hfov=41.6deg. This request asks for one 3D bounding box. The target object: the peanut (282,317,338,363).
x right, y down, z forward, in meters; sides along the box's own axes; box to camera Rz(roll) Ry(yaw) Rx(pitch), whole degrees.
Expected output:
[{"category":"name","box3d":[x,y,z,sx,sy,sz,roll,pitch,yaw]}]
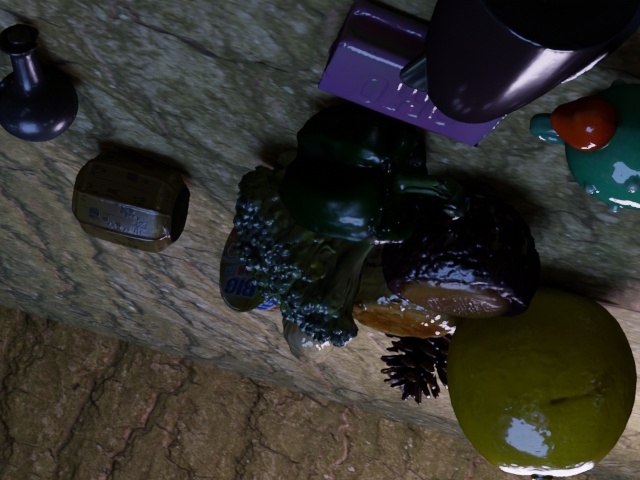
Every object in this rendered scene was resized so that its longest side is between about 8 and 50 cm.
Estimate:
[{"category":"peanut","box3d":[-0.017,0.218,2.018,0.152,0.152,0.313,15,166,7]}]

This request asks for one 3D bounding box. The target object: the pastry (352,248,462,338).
[{"category":"pastry","box3d":[0.158,0.104,1.600,0.235,0.121,0.257,25,157,-33]}]

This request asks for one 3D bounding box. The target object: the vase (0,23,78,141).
[{"category":"vase","box3d":[-0.412,-0.225,1.201,0.120,0.120,0.183,16,145,3]}]

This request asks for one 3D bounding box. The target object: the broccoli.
[{"category":"broccoli","box3d":[0.000,0.000,1.290,0.288,0.245,0.248,61,174,-16]}]

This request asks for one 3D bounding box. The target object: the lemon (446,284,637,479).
[{"category":"lemon","box3d":[0.382,0.246,1.477,0.347,0.348,0.348,15,161,5]}]

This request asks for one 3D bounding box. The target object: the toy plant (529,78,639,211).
[{"category":"toy plant","box3d":[0.402,-0.068,0.823,0.400,0.279,0.185,10,119,1]}]

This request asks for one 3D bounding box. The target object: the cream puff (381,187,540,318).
[{"category":"cream puff","box3d":[0.208,0.019,1.244,0.239,0.165,0.239,11,161,4]}]

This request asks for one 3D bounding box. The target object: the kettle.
[{"category":"kettle","box3d":[0.189,-0.197,0.768,0.202,0.144,0.232,-12,171,-11]}]

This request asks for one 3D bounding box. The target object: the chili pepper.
[{"category":"chili pepper","box3d":[0.078,-0.071,1.098,0.261,0.174,0.165,15,165,24]}]

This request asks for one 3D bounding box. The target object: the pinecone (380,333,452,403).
[{"category":"pinecone","box3d":[0.222,0.264,1.871,0.207,0.208,0.208,15,161,5]}]

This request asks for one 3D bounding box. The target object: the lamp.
[{"category":"lamp","box3d":[-0.333,-0.068,1.483,0.185,0.161,0.161,12,160,6]}]

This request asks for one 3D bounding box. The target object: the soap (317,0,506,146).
[{"category":"soap","box3d":[0.108,-0.182,0.937,0.203,0.066,0.122,19,161,-6]}]

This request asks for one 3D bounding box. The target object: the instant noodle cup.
[{"category":"instant noodle cup","box3d":[-0.064,0.046,1.528,0.153,0.205,0.205,20,163,-37]}]
